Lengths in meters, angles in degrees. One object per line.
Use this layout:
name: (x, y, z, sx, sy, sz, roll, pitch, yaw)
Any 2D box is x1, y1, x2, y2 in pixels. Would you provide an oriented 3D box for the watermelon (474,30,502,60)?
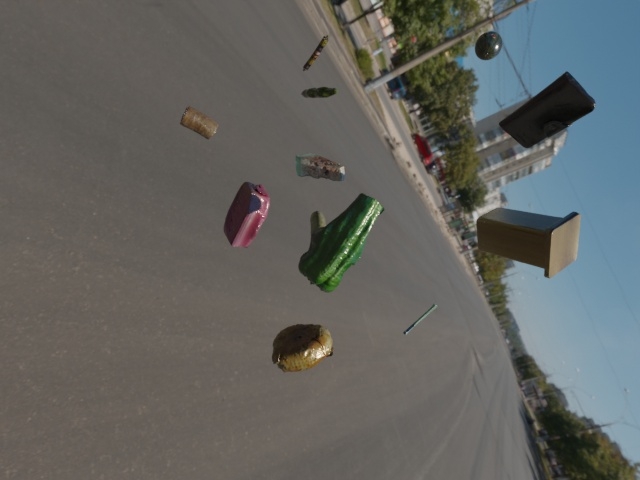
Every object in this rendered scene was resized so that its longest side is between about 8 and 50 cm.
watermelon: (0.675, -0.777, 1.686, 0.105, 0.105, 0.133, 51, 53, -39)

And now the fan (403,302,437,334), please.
fan: (0.435, 0.343, 1.815, 0.016, 0.193, 0.038, 45, -8, 37)

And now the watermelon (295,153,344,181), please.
watermelon: (0.015, -0.342, 1.972, 0.154, 0.240, 0.095, -32, 136, -49)

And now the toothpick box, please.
toothpick box: (0.757, -0.015, 1.555, 0.308, 0.187, 0.191, 23, -48, 54)

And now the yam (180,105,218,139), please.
yam: (-0.455, -0.438, 1.562, 0.127, 0.084, 0.084, 31, 34, -23)

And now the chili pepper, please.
chili pepper: (0.061, -0.003, 1.479, 0.167, 0.385, 0.213, 32, 10, -24)

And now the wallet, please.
wallet: (0.837, -0.467, 1.561, 0.172, 0.318, 0.045, 43, 63, -5)

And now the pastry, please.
pastry: (-0.071, 0.366, 1.448, 0.229, 0.218, 0.101, -36, 117, -35)

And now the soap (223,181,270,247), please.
soap: (-0.382, -0.139, 2.173, 0.127, 0.325, 0.220, 18, 22, -42)

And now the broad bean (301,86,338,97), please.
broad bean: (-0.021, -0.623, 1.765, 0.060, 0.297, 0.043, -5, 107, -32)

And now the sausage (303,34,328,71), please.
sausage: (-0.021, -0.722, 1.623, 0.028, 0.198, 0.025, 7, 67, -29)

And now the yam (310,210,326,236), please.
yam: (0.000, 0.000, 1.822, 0.083, 0.083, 0.372, 53, 17, -35)
